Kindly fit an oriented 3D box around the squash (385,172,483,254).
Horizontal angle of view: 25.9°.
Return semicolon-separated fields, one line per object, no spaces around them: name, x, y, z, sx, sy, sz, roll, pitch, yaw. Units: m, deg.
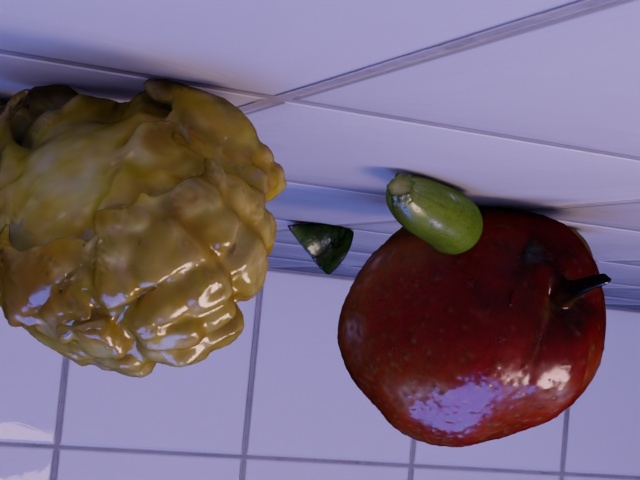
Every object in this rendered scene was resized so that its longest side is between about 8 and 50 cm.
squash;0.116;-0.031;1.432;0.066;0.066;0.201;3;169;26

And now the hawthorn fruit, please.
hawthorn fruit;0.198;0.088;1.595;0.284;0.285;0.369;8;164;-35

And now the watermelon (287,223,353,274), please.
watermelon;0.010;-0.004;2.153;0.092;0.075;0.181;49;-179;9

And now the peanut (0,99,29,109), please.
peanut;-0.232;-0.038;1.166;0.319;0.147;0.147;4;177;-30

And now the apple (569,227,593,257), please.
apple;0.293;0.033;1.801;0.126;0.102;0.126;1;173;0

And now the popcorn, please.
popcorn;-0.137;-0.013;0.995;0.250;0.190;0.250;-1;-144;1
